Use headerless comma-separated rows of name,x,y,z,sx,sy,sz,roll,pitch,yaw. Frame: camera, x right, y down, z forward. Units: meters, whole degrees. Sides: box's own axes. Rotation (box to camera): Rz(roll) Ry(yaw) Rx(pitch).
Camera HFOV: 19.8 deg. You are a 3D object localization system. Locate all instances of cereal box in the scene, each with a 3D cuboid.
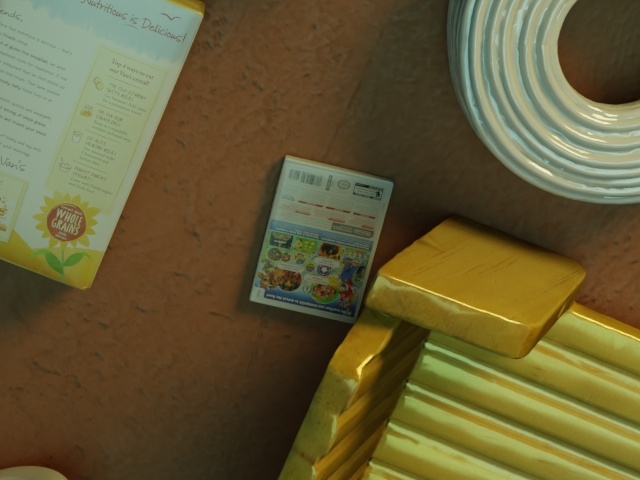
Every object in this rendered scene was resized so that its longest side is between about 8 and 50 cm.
cereal box,-0.208,-0.100,1.368,0.173,0.047,0.240,23,107,-8

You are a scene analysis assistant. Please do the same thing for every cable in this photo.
cable,0.220,-0.146,1.335,0.257,0.089,0.257,16,109,-6

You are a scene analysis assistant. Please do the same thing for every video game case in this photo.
video game case,0.000,0.000,1.427,0.087,0.011,0.122,13,109,-6

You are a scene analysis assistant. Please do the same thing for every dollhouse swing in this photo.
dollhouse swing,0.143,0.211,1.371,0.305,0.315,0.347,28,108,11

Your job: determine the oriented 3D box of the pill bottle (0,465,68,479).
pill bottle,-0.228,0.326,1.470,0.146,0.146,0.264,-15,110,5
